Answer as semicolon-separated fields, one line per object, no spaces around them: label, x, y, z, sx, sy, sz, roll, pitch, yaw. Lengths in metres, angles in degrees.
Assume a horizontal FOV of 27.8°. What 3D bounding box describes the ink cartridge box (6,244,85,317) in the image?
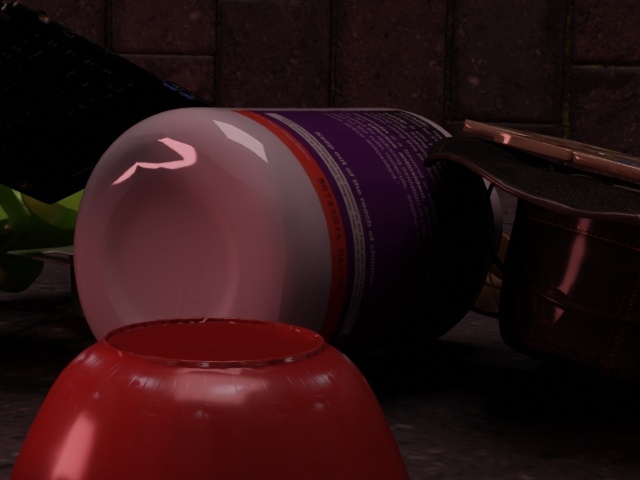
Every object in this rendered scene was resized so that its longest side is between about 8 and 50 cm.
ink cartridge box;-0.135;0.034;1.051;0.209;0.062;0.109;-6;10;-38

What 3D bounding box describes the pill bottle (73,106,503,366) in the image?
pill bottle;0.000;0.000;0.877;0.181;0.182;0.323;6;8;33

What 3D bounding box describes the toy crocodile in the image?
toy crocodile;-0.291;-0.020;1.049;0.340;0.105;0.115;-12;-28;-52

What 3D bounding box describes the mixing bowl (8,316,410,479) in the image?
mixing bowl;-0.043;0.086;0.507;0.181;0.098;0.181;1;7;0

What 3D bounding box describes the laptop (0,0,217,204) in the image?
laptop;-0.240;-0.048;0.840;0.264;0.137;0.234;26;-29;-35

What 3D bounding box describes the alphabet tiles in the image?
alphabet tiles;0.281;-0.032;0.873;0.342;0.011;0.285;20;10;35

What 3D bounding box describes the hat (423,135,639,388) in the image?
hat;0.198;0.032;0.803;0.331;0.134;0.331;13;8;-2

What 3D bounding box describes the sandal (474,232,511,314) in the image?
sandal;0.186;0.036;1.109;0.049;0.072;0.180;16;-1;-35
